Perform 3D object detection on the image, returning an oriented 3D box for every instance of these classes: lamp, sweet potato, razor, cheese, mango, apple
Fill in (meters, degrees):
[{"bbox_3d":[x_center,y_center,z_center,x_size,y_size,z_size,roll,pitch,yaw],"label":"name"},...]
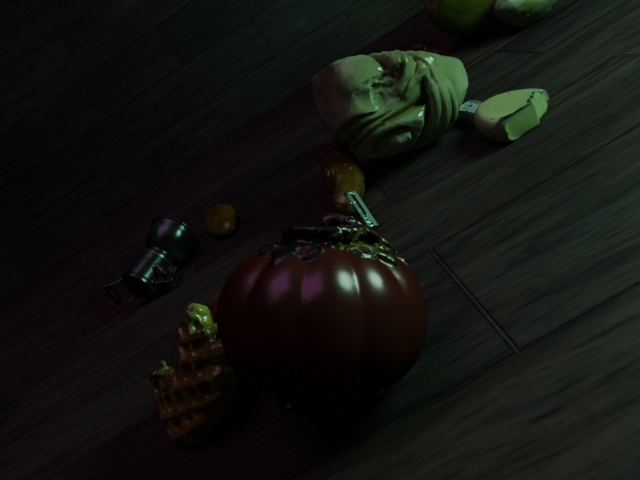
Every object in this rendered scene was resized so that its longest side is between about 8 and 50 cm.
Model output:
[{"bbox_3d":[-0.430,0.065,1.232,0.171,0.147,0.227,4,47,21],"label":"lamp"},{"bbox_3d":[0.047,-0.149,1.031,0.355,0.095,0.106,-100,24,-68],"label":"sweet potato"},{"bbox_3d":[0.003,0.002,0.873,0.211,0.036,0.084,-37,64,15],"label":"razor"},{"bbox_3d":[0.338,-0.256,0.915,0.127,0.050,0.255,-33,23,4],"label":"cheese"},{"bbox_3d":[0.002,0.074,0.508,0.226,0.227,0.227,-28,24,14],"label":"lamp"},{"bbox_3d":[-0.284,-0.056,1.344,0.101,0.066,0.187,-37,32,-6],"label":"mango"},{"bbox_3d":[0.475,-0.834,1.493,0.304,0.339,0.338,-20,23,-2],"label":"apple"}]

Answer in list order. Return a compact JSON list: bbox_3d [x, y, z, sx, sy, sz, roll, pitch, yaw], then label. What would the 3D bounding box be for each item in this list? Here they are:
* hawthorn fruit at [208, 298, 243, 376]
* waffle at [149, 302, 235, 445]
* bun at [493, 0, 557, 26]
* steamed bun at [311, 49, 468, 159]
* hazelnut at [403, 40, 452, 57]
[{"bbox_3d":[-0.106,0.124,0.673,0.125,0.125,0.140,-22,26,27],"label":"hawthorn fruit"},{"bbox_3d":[-0.179,0.181,0.626,0.149,0.051,0.194,44,121,35],"label":"waffle"},{"bbox_3d":[0.584,-0.662,1.320,0.183,0.102,0.183,-17,31,11],"label":"bun"},{"bbox_3d":[0.148,-0.276,1.002,0.289,0.204,0.276,-6,6,-23],"label":"steamed bun"},{"bbox_3d":[0.247,-0.396,1.150,0.160,0.170,0.201,-35,-1,1],"label":"hazelnut"}]
